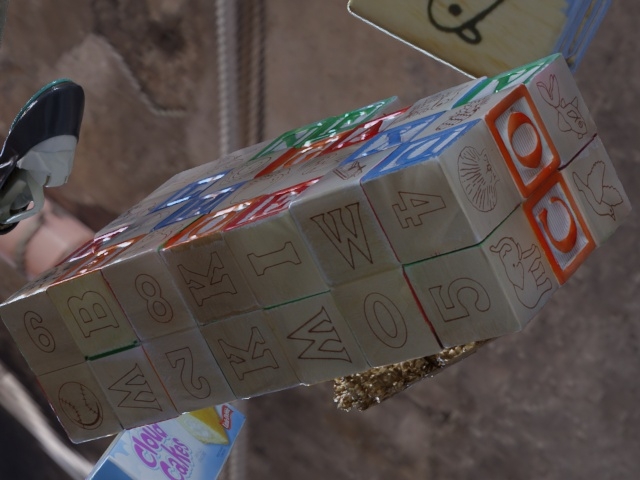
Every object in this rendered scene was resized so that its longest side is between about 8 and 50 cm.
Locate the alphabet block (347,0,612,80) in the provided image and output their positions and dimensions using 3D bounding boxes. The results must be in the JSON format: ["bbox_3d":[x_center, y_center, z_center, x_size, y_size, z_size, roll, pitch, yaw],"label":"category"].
[{"bbox_3d":[0.170,-0.258,1.535,0.192,0.197,0.193,-65,-13,16],"label":"alphabet block"}]

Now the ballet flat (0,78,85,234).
[{"bbox_3d":[-0.267,-0.069,1.518,0.074,0.074,0.203,-9,-24,-44],"label":"ballet flat"}]

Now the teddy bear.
[{"bbox_3d":[0.116,0.106,1.916,0.245,0.113,0.338,-28,-7,-9],"label":"teddy bear"}]

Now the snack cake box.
[{"bbox_3d":[-0.157,0.219,1.369,0.152,0.089,0.264,-52,3,12],"label":"snack cake box"}]

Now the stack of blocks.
[{"bbox_3d":[0.000,0.000,0.825,0.171,0.297,0.087,-41,-72,-48],"label":"stack of blocks"}]

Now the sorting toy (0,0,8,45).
[{"bbox_3d":[-0.342,-0.212,1.451,0.132,0.046,0.275,6,-70,-25],"label":"sorting toy"}]
